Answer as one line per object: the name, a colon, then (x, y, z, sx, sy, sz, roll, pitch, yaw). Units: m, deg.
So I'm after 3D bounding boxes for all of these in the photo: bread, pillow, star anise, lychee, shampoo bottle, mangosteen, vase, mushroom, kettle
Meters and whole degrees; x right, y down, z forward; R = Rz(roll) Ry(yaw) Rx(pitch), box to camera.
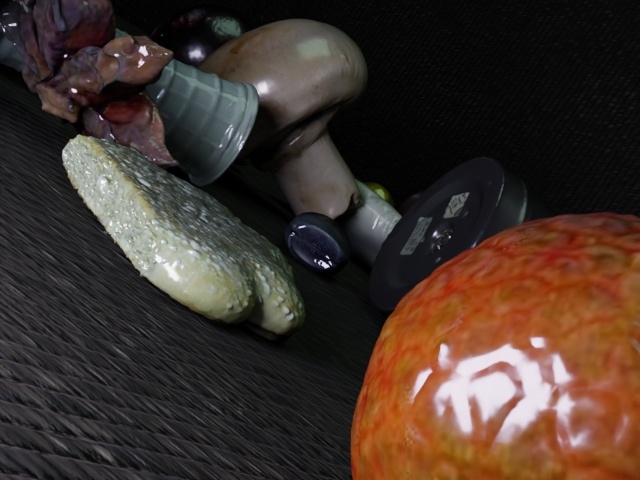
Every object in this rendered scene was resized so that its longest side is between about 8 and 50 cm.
bread: (-0.103, -0.001, 1.029, 0.207, 0.056, 0.286, 27, 11, -41)
pillow: (0.045, -0.035, 1.880, 0.254, 0.078, 0.144, 37, -31, 29)
star anise: (-0.224, -0.162, 1.148, 0.220, 0.099, 0.214, 20, -45, 45)
lychee: (0.141, 0.120, 0.648, 0.255, 0.300, 0.255, 21, -23, 9)
shampoo bottle: (0.000, 0.000, 1.560, 0.087, 0.049, 0.233, 37, 6, 0)
mangosteen: (-0.191, -0.283, 2.124, 0.250, 0.211, 0.211, 66, 10, 5)
vase: (-0.233, -0.188, 1.424, 0.299, 0.143, 0.143, 28, 9, -27)
mushroom: (-0.050, -0.155, 1.732, 0.290, 0.292, 0.292, 64, 5, -3)
kettle: (0.230, 0.090, 1.524, 0.324, 0.228, 0.321, 38, -26, -19)

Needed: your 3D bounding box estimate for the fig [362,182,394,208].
fig: (0.050, -0.059, 1.988, 0.166, 0.093, 0.093, 20, -5, 41)

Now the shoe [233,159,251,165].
shoe: (-0.193, -0.207, 1.888, 0.251, 0.100, 0.103, 28, 8, -30)

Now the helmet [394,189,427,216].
helmet: (0.212, 0.009, 2.054, 0.225, 0.177, 0.305, 39, 6, 20)
